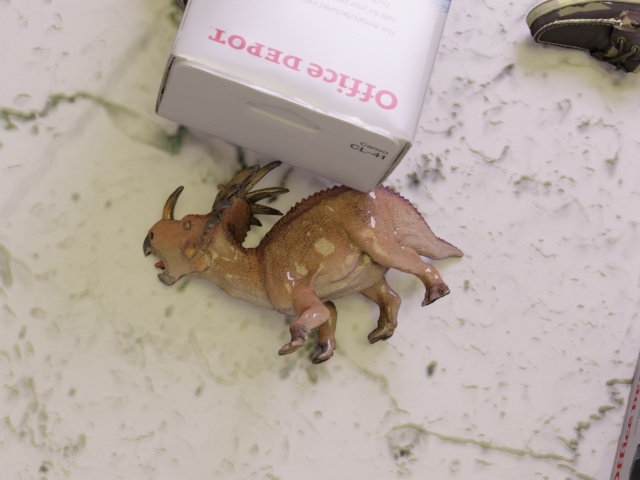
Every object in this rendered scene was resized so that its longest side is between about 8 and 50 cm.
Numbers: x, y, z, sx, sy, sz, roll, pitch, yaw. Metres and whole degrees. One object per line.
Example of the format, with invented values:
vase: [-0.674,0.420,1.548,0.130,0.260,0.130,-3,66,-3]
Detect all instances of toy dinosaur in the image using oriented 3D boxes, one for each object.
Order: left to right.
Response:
toy dinosaur: [0.000,0.000,1.384,0.296,0.127,0.200,-18,75,-19]

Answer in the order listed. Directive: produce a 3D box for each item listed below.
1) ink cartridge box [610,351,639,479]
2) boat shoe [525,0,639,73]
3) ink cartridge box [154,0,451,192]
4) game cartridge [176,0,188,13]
ink cartridge box: [0.367,0.161,1.332,0.114,0.273,0.197,17,76,-2]
boat shoe: [0.321,-0.207,1.501,0.224,0.080,0.073,-1,73,-15]
ink cartridge box: [0.001,-0.229,1.352,0.226,0.131,0.306,20,68,-6]
game cartridge: [-0.084,-0.329,1.471,0.198,0.062,0.297,-29,84,-19]
